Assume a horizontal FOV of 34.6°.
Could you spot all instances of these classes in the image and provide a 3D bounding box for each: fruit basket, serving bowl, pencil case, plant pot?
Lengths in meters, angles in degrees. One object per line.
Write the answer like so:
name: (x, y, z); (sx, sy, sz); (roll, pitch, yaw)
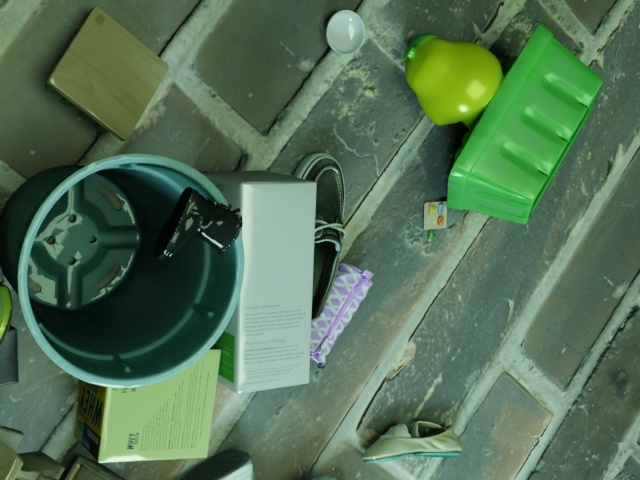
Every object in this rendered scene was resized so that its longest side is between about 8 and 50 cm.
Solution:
fruit basket: (0.326, -0.260, 2.044); (0.392, 0.283, 0.392); (-1, 76, 6)
serving bowl: (0.042, -0.393, 1.941); (0.083, 0.027, 0.083); (-6, 101, -30)
pencil case: (0.021, 0.140, 1.988); (0.086, 0.088, 0.206); (33, 80, -16)
plant pot: (-0.344, 0.023, 1.608); (0.341, 0.334, 0.341); (-5, 101, -30)

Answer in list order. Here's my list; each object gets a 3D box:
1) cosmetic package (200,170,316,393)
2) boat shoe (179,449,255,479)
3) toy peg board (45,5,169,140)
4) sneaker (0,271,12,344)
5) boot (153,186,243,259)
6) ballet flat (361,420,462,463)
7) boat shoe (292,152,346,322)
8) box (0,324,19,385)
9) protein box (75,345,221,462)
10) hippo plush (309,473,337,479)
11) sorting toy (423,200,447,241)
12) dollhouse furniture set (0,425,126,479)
cosmetic package: (-0.120, 0.065, 1.830); (0.155, 0.197, 0.366); (-4, 99, -30)
boat shoe: (-0.252, 0.500, 1.878); (0.320, 0.118, 0.103); (-28, 112, -33)
toy peg board: (-0.365, -0.270, 1.707); (0.161, 0.079, 0.161); (39, 63, -30)
sneaker: (-0.554, 0.025, 1.525); (0.111, 0.300, 0.121); (-46, 146, 23)
boot: (-0.174, -0.010, 1.484); (0.099, 0.045, 0.121); (31, 82, -34)
ballet flat: (0.188, 0.420, 2.152); (0.248, 0.086, 0.086); (4, 97, -33)
boat shoe: (0.000, 0.000, 1.923); (0.121, 0.119, 0.335); (10, 86, -30)
box: (-0.570, 0.172, 1.604); (0.158, 0.156, 0.093); (-7, 103, -30)
protein box: (-0.303, 0.267, 1.791); (0.201, 0.136, 0.200); (4, 97, -32)
hippo plush: (0.011, 0.591, 1.938); (0.234, 0.236, 0.294); (-47, 137, -11)
sorting toy: (0.240, -0.039, 2.130); (0.062, 0.012, 0.083); (-6, 102, -30)
dollhouse furniture set: (-0.468, 0.463, 1.614); (0.256, 0.362, 0.394); (-61, 151, -9)
